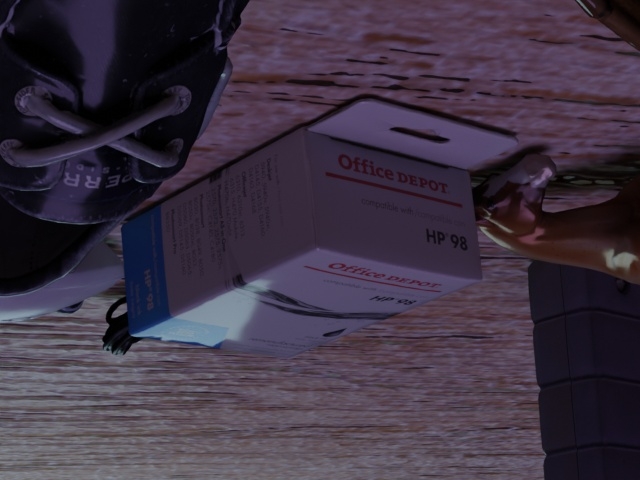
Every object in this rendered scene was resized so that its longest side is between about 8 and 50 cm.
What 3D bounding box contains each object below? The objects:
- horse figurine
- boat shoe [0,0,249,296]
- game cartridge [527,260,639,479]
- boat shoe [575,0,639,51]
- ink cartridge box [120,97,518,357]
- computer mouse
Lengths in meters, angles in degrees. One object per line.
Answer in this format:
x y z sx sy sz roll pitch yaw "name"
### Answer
0.215 -0.006 0.885 0.263 0.066 0.174 13 148 -38 "horse figurine"
-0.078 -0.057 0.592 0.108 0.102 0.301 3 160 -24 "boat shoe"
0.263 0.142 1.077 0.355 0.230 0.068 12 154 -42 "game cartridge"
0.056 -0.128 0.376 0.122 0.120 0.324 -17 152 30 "boat shoe"
0.000 0.000 0.848 0.104 0.060 0.180 11 155 -39 "ink cartridge box"
-0.139 0.025 0.912 0.193 0.042 0.106 12 155 -42 "computer mouse"
